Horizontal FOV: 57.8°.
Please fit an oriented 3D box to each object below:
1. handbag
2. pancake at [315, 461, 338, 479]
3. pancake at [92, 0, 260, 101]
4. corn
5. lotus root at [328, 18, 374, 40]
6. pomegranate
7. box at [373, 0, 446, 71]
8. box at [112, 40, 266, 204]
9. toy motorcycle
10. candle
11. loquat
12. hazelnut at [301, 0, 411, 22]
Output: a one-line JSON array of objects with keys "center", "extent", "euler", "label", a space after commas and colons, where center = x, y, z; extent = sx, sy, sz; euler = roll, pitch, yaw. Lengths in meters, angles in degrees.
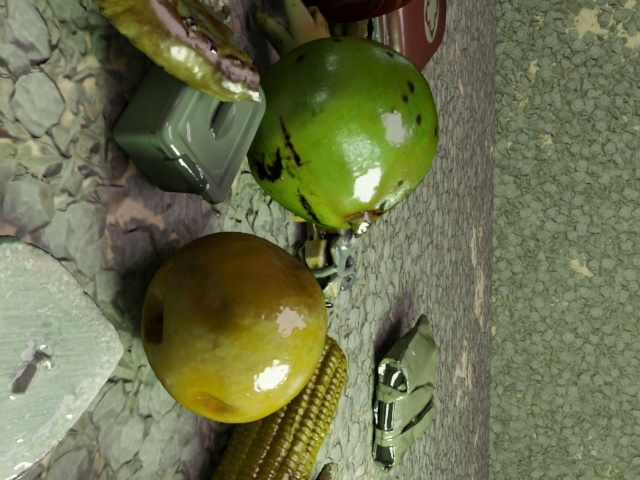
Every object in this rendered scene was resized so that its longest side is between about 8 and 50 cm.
[{"center": [0.208, 0.362, 1.377], "extent": [0.253, 0.109, 0.316], "euler": [-20, 116, -58], "label": "handbag"}, {"center": [-0.010, 0.387, 0.780], "extent": [0.244, 0.057, 0.266], "euler": [-50, 163, -55], "label": "pancake"}, {"center": [-0.153, -0.295, 0.522], "extent": [0.197, 0.054, 0.377], "euler": [-50, 119, -42], "label": "pancake"}, {"center": [-0.062, 0.279, 0.798], "extent": [0.345, 0.131, 0.131], "euler": [-65, 146, -36], "label": "corn"}, {"center": [0.046, -0.414, 0.989], "extent": [0.167, 0.078, 0.330], "euler": [-122, -148, -76], "label": "lotus root"}, {"center": [0.009, -0.172, 0.780], "extent": [0.341, 0.260, 0.260], "euler": [62, 25, 9], "label": "pomegranate"}, {"center": [0.183, -0.483, 1.227], "extent": [0.404, 0.108, 0.263], "euler": [-56, 145, -47], "label": "box"}, {"center": [-0.141, -0.134, 0.629], "extent": [0.124, 0.092, 0.172], "euler": [58, 42, -48], "label": "box"}, {"center": [-0.001, 0.000, 0.935], "extent": [0.130, 0.093, 0.229], "euler": [-50, 126, -45], "label": "toy motorcycle"}, {"center": [-0.242, 0.093, 0.473], "extent": [0.168, 0.068, 0.193], "euler": [9, 86, -61], "label": "candle"}, {"center": [-0.091, 0.092, 0.639], "extent": [0.213, 0.212, 0.213], "euler": [-11, 103, -63], "label": "loquat"}, {"center": [0.047, -0.405, 0.798], "extent": [0.229, 0.229, 0.230], "euler": [-11, 103, -63], "label": "hazelnut"}]
